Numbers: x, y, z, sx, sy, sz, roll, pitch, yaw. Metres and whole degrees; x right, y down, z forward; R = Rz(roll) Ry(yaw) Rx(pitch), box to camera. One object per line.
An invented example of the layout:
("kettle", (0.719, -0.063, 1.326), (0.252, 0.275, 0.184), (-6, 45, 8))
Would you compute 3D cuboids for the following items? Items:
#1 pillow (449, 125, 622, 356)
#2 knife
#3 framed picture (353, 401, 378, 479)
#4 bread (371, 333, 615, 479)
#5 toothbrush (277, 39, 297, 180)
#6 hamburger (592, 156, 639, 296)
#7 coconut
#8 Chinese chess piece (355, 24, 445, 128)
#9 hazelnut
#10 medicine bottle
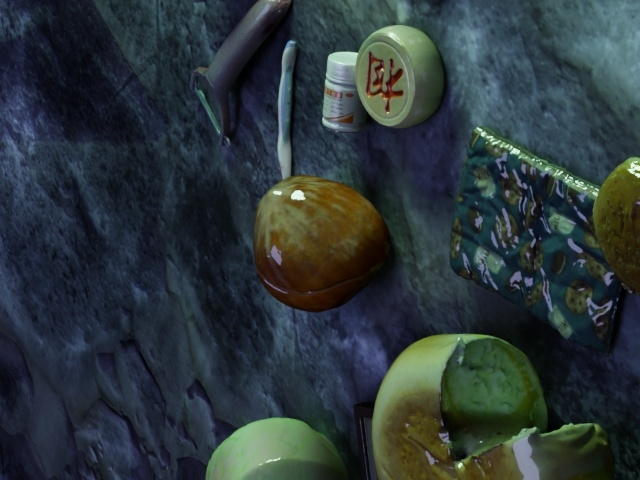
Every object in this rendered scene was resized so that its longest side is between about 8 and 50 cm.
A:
("pillow", (0.239, -0.002, 1.713), (0.255, 0.034, 0.189), (31, 127, 43))
("knife", (-0.111, -0.240, 2.104), (0.123, 0.053, 0.278), (58, 142, 16))
("framed picture", (0.098, 0.299, 2.007), (0.128, 0.023, 0.168), (3, 103, 54))
("bread", (0.196, 0.254, 1.739), (0.333, 0.160, 0.333), (23, 118, 51))
("toothbrush", (-0.047, -0.137, 2.070), (0.027, 0.021, 0.269), (25, 120, 42))
("hamburger", (0.338, -0.003, 1.488), (0.159, 0.131, 0.185), (7, 110, 57))
("coconut", (-0.056, 0.356, 2.090), (0.204, 0.236, 0.236), (45, 156, -28))
("Chinese chess piece", (0.093, -0.194, 1.833), (0.122, 0.051, 0.122), (21, 117, 49))
("hazelnut", (0.000, 0.000, 1.930), (0.182, 0.182, 0.182), (22, 118, 49))
("medicine bottle", (0.033, -0.183, 1.914), (0.057, 0.057, 0.089), (32, 125, 45))
